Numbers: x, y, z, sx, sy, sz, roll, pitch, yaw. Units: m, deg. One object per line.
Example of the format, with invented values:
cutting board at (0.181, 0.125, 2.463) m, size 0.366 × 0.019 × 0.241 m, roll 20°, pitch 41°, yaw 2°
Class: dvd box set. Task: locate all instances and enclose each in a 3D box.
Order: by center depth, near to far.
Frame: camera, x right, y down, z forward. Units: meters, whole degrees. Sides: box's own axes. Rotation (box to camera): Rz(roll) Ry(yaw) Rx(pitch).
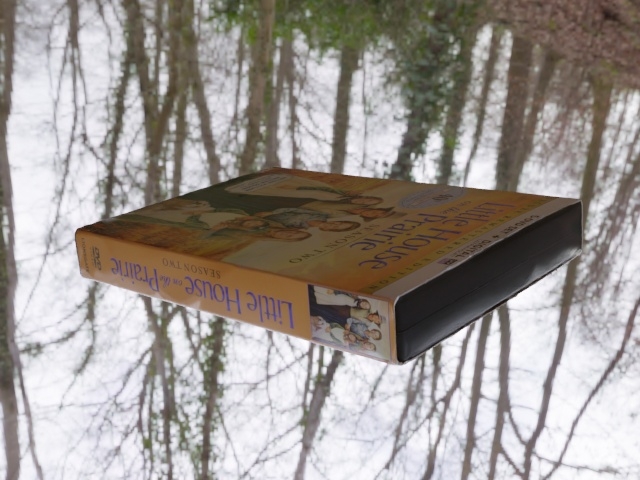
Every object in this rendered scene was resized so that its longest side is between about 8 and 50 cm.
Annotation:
dvd box set at (0.000, 0.000, 0.858) m, size 0.420 × 0.062 × 0.307 m, roll 10°, pitch -157°, yaw 42°
